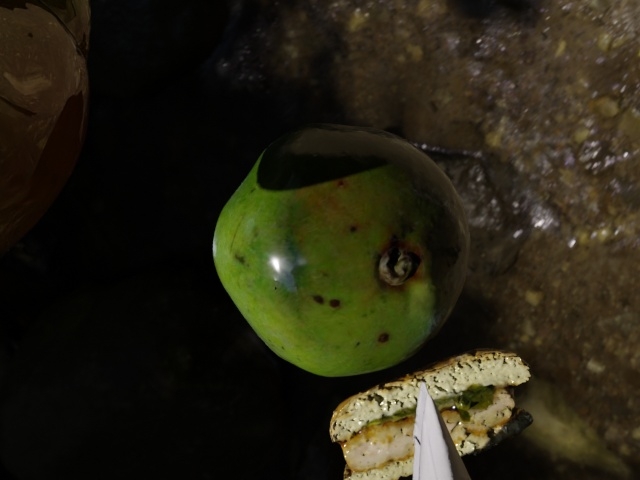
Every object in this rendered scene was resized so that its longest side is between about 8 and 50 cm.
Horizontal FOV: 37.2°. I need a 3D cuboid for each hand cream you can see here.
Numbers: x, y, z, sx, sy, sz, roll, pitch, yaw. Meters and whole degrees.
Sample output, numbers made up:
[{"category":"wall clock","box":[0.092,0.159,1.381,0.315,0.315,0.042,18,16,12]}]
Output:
[{"category":"hand cream","box":[0.061,0.145,0.437,0.053,0.142,0.084,-3,130,-4]}]

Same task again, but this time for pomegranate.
[{"category":"pomegranate","box":[0.001,0.001,0.709,0.225,0.187,0.187,17,126,57]}]

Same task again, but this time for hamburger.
[{"category":"hamburger","box":[0.137,0.211,1.204,0.262,0.131,0.124,-16,97,-3]}]

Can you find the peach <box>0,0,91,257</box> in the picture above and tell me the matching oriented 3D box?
[{"category":"peach","box":[-0.264,-0.073,0.366,0.333,0.308,0.307,-23,102,11]}]
